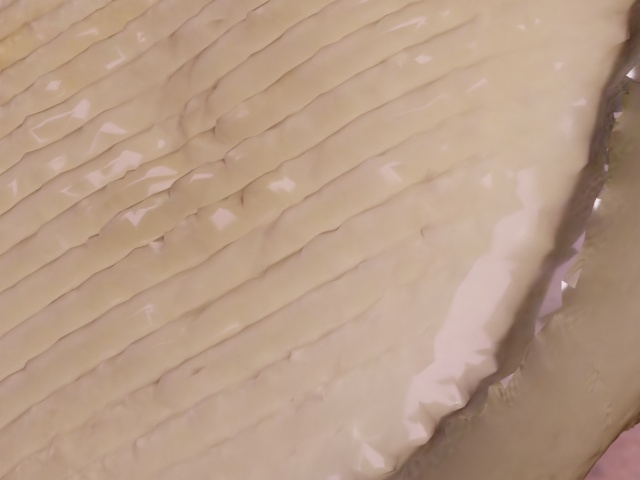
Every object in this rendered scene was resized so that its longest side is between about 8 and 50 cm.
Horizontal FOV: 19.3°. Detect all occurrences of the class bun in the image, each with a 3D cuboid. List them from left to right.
[{"bbox_3d":[0.000,0.000,0.545,0.287,0.146,0.287,-18,53,25],"label":"bun"}]
